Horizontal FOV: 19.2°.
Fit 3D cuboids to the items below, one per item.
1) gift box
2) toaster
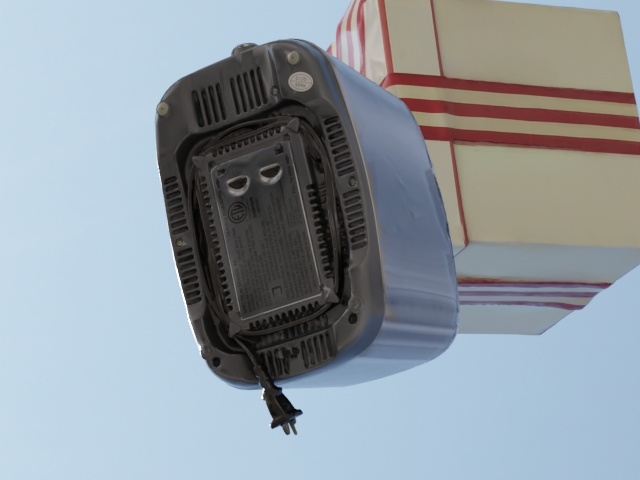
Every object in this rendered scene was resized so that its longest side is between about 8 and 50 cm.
[{"bbox_3d":[0.098,-0.071,1.586,0.255,0.258,0.276,128,-43,-55],"label":"gift box"},{"bbox_3d":[0.000,0.000,1.098,0.129,0.146,0.227,-20,-105,26],"label":"toaster"}]
